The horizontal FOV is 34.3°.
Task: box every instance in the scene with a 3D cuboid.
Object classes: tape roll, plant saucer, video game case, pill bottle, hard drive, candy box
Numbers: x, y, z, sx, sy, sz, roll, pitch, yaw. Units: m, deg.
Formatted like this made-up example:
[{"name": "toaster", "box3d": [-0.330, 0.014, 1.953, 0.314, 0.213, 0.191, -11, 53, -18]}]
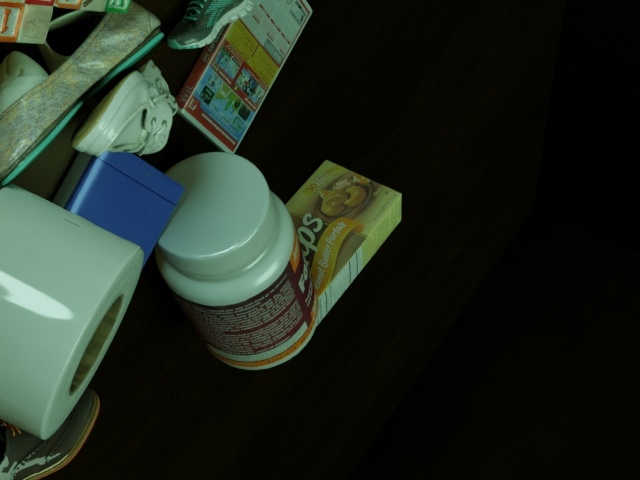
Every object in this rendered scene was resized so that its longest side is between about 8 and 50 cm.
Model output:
[{"name": "tape roll", "box3d": [-0.330, 0.083, 1.183, 0.246, 0.169, 0.246, -63, -179, 1]}, {"name": "plant saucer", "box3d": [-0.358, -0.066, 1.345, 0.278, 0.041, 0.278, -47, 151, -36]}, {"name": "video game case", "box3d": [-0.118, -0.292, 1.640, 0.285, 0.025, 0.204, -62, 158, -5]}, {"name": "pill bottle", "box3d": [-0.138, 0.039, 1.691, 0.224, 0.224, 0.392, -55, 157, -20]}, {"name": "hard drive", "box3d": [-0.319, 0.031, 1.409, 0.318, 0.040, 0.210, -62, 154, -4]}, {"name": "candy box", "box3d": [0.000, 0.000, 2.000, 0.316, 0.183, 0.087, -50, 153, -30]}]

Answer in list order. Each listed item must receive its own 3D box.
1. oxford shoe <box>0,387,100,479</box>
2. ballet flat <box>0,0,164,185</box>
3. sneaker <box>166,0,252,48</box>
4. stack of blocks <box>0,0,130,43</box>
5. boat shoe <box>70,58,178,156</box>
[{"name": "oxford shoe", "box3d": [-0.429, 0.292, 1.506, 0.271, 0.097, 0.098, -45, 145, -38]}, {"name": "ballet flat", "box3d": [-0.314, -0.193, 1.227, 0.107, 0.106, 0.316, -25, -157, 49]}, {"name": "sneaker", "box3d": [-0.166, -0.331, 1.470, 0.166, 0.065, 0.076, -50, 137, -38]}, {"name": "stack of blocks", "box3d": [-0.320, -0.305, 1.105, 0.297, 0.087, 0.171, -16, 129, -61]}, {"name": "boat shoe", "box3d": [-0.229, -0.154, 1.306, 0.098, 0.096, 0.277, -39, -167, 20]}]
